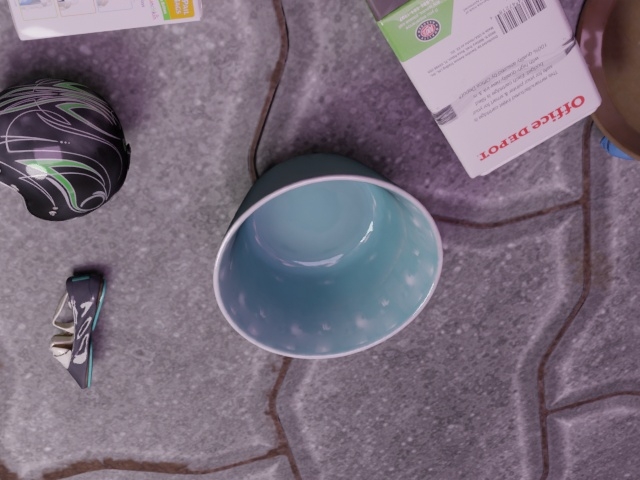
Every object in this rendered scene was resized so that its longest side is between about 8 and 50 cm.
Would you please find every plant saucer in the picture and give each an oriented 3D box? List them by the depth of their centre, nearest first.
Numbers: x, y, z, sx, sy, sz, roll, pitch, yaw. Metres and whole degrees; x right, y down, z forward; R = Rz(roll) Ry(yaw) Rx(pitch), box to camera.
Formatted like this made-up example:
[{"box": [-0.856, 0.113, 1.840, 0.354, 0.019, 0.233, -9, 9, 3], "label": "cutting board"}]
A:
[{"box": [0.437, -0.227, 1.021, 0.041, 0.278, 0.277, -20, 131, -27], "label": "plant saucer"}]

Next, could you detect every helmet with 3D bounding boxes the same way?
[{"box": [-0.329, -0.120, 1.000, 0.170, 0.169, 0.161, -20, 143, 3], "label": "helmet"}]

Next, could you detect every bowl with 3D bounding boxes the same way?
[{"box": [0.000, 0.000, 1.152, 0.312, 0.163, 0.311, -6, 127, -8], "label": "bowl"}]

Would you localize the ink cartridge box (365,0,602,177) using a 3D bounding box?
[{"box": [0.210, -0.245, 1.044, 0.198, 0.114, 0.273, -30, 126, 12], "label": "ink cartridge box"}]

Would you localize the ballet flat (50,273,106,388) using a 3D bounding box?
[{"box": [-0.372, 0.137, 1.237, 0.074, 0.074, 0.203, 7, 118, -16], "label": "ballet flat"}]

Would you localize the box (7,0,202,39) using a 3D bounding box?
[{"box": [-0.240, -0.302, 0.912, 0.203, 0.114, 0.103, -7, 125, -4], "label": "box"}]

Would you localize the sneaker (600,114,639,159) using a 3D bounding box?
[{"box": [0.455, -0.217, 1.148, 0.069, 0.082, 0.209, 10, 105, -38], "label": "sneaker"}]
